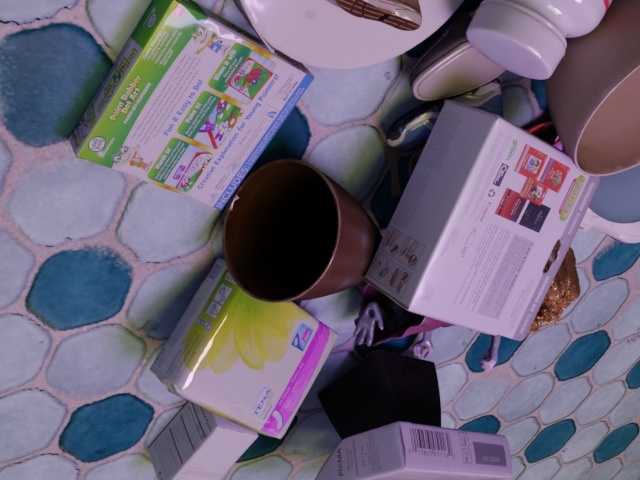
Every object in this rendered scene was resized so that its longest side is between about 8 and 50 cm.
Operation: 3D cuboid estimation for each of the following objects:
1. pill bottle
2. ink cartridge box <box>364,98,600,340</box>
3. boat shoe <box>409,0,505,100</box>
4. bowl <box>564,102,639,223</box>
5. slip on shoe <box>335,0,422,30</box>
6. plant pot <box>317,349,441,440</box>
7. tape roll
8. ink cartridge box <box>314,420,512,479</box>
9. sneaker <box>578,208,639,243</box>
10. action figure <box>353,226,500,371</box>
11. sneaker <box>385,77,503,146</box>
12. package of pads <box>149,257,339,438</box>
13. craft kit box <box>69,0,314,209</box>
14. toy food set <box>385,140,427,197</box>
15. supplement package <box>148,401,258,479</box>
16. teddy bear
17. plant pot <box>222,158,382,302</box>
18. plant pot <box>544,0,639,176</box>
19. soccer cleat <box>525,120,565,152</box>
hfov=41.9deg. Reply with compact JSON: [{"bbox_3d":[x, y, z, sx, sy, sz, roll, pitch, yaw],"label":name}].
[{"bbox_3d":[0.327,-0.387,1.121,0.176,0.176,0.319,29,90,-44],"label":"pill bottle"},{"bbox_3d":[0.260,-0.021,1.316,0.271,0.130,0.310,20,99,-36],"label":"ink cartridge box"},{"bbox_3d":[0.272,-0.330,1.277,0.335,0.096,0.112,-30,149,2],"label":"boat shoe"},{"bbox_3d":[0.591,-0.178,1.438,0.311,0.163,0.312,-3,97,-26],"label":"bowl"},{"bbox_3d":[0.077,-0.314,1.092,0.135,0.051,0.041,10,82,-28],"label":"slip on shoe"},{"bbox_3d":[0.137,0.352,1.689,0.188,0.167,0.187,17,132,-41],"label":"plant pot"},{"bbox_3d":[0.054,-0.407,1.075,0.391,0.072,0.392,-17,135,-18],"label":"tape roll"},{"bbox_3d":[0.125,0.443,1.622,0.308,0.091,0.385,16,150,-40],"label":"ink cartridge box"},{"bbox_3d":[0.586,-0.081,1.652,0.305,0.114,0.152,6,125,-35],"label":"sneaker"},{"bbox_3d":[0.226,0.108,1.596,0.370,0.248,0.276,-1,88,-43],"label":"action figure"},{"bbox_3d":[0.205,-0.189,1.336,0.211,0.080,0.081,-23,105,-9],"label":"sneaker"},{"bbox_3d":[-0.124,0.193,1.420,0.296,0.101,0.229,40,77,-45],"label":"package of pads"},{"bbox_3d":[-0.173,-0.183,1.146,0.246,0.061,0.250,20,115,-44],"label":"craft kit box"},{"bbox_3d":[0.207,-0.137,1.427,0.192,0.038,0.132,-23,136,-13],"label":"toy food set"},{"bbox_3d":[-0.222,0.380,1.570,0.105,0.105,0.179,26,111,-42],"label":"supplement package"},{"bbox_3d":[0.383,0.055,1.536,0.113,0.245,0.338,-11,-179,28],"label":"teddy bear"},{"bbox_3d":[0.000,0.000,1.325,0.215,0.215,0.230,-51,149,16],"label":"plant pot"},{"bbox_3d":[0.447,-0.261,1.241,0.284,0.191,0.284,-21,148,-14],"label":"plant pot"},{"bbox_3d":[0.452,-0.169,1.502,0.318,0.109,0.116,-15,134,-15],"label":"soccer cleat"}]
